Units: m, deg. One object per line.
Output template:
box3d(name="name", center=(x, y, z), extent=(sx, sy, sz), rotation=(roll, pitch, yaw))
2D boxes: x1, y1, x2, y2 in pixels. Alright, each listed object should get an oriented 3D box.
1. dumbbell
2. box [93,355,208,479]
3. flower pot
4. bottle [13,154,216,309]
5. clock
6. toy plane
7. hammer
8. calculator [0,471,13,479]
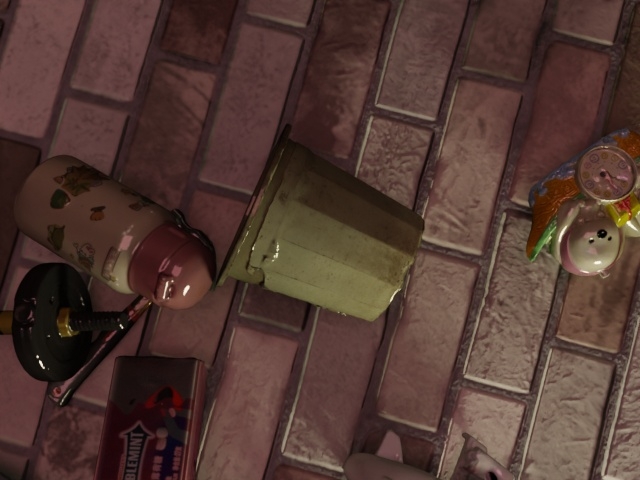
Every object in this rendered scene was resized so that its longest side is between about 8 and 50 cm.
box3d(name="dumbbell", center=(-0.387, 0.099, 0.992), extent=(0.325, 0.143, 0.143), rotation=(-2, 85, 12))
box3d(name="box", center=(-0.205, 0.252, 0.986), extent=(0.120, 0.069, 0.224), rotation=(1, 61, 2))
box3d(name="flower pot", center=(0.000, 0.000, 0.989), extent=(0.203, 0.212, 0.212), rotation=(27, 86, -8))
box3d(name="bottle", center=(-0.241, -0.003, 0.995), extent=(0.253, 0.120, 0.120), rotation=(29, 86, 18))
box3d(name="clock", center=(0.352, -0.042, 1.016), extent=(0.231, 0.103, 0.144), rotation=(-33, 77, -2))
box3d(name="toy plane", center=(0.129, 0.339, 0.988), extent=(0.245, 0.117, 0.244), rotation=(4, 71, -11))
box3d(name="hammer", center=(-0.246, 0.098, 1.058), extent=(0.111, 0.033, 0.287), rotation=(44, 88, 6))
box3d(name="calculator", center=(-0.435, 0.367, 0.997), extent=(0.299, 0.041, 0.185), rotation=(21, 81, 22))
